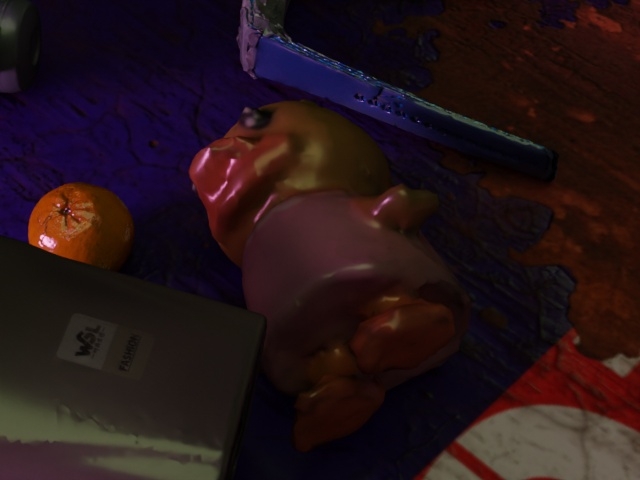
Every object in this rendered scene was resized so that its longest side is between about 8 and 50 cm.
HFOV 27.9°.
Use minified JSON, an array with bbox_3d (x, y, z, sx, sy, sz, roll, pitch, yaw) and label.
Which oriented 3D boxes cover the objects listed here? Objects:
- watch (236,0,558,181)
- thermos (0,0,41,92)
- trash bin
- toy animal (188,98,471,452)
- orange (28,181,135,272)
[{"bbox_3d":[0.062,-0.164,1.155,0.275,0.068,0.276,4,49,-6],"label":"watch"},{"bbox_3d":[-0.380,-0.180,1.098,0.287,0.144,0.182,7,16,0],"label":"thermos"},{"bbox_3d":[-0.175,0.117,0.807,0.250,0.219,0.219,13,52,0],"label":"trash bin"},{"bbox_3d":[0.002,-0.001,0.946,0.169,0.195,0.281,12,38,-49],"label":"toy animal"},{"bbox_3d":[-0.184,-0.006,0.993,0.083,0.070,0.083,-1,53,1],"label":"orange"}]
